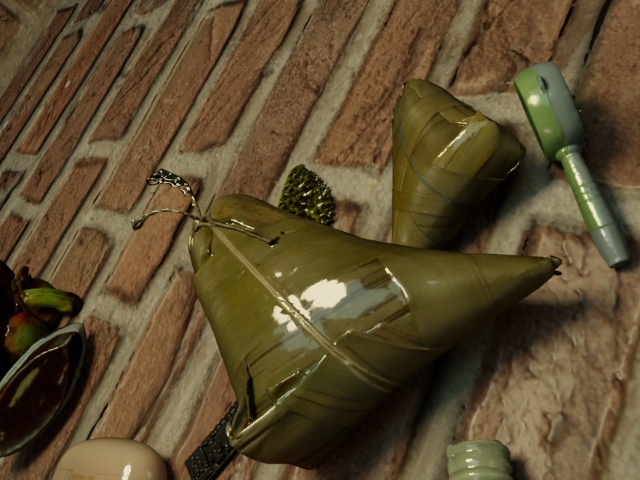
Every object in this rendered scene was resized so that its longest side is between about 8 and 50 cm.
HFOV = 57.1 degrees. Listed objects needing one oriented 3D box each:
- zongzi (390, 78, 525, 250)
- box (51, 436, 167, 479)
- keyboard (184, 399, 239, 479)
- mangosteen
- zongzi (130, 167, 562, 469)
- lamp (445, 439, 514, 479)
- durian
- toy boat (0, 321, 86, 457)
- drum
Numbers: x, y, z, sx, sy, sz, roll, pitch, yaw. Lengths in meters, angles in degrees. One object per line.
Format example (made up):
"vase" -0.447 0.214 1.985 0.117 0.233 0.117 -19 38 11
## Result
"zongzi" 0.131 -0.077 0.800 0.256 0.115 0.228 -63 27 22
"box" -0.307 0.357 0.840 0.201 0.088 0.145 -10 56 31
"keyboard" -0.116 0.254 0.812 0.195 0.018 0.060 -50 42 0
"mangosteen" -0.661 0.149 1.110 0.360 0.306 0.305 -15 52 4
"zongzi" 0.000 0.000 0.737 0.418 0.181 0.446 -37 59 13
"lamp" 0.155 0.281 0.535 0.106 0.106 0.192 -19 43 27
"durian" -0.037 -0.034 0.914 0.100 0.086 0.215 -42 29 58
"toy boat" -0.503 0.263 1.046 0.261 0.114 0.115 -57 14 -6
"drum" 0.280 -0.099 0.657 0.049 0.130 0.253 -23 51 19
